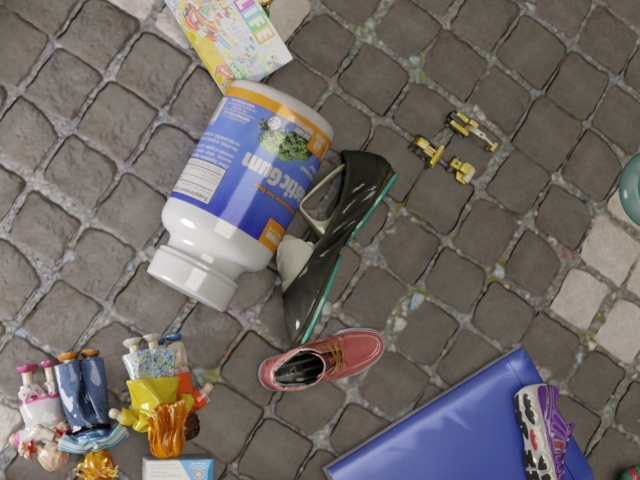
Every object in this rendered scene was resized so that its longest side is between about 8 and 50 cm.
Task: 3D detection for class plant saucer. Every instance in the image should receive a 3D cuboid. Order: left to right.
[{"bbox_3d":[0.485,-0.073,1.886,0.119,0.021,0.119,0,88,-14],"label":"plant saucer"}]

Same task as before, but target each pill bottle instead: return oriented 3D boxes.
[{"bbox_3d":[-0.106,-0.053,1.673,0.152,0.152,0.272,28,82,-11],"label":"pill bottle"}]

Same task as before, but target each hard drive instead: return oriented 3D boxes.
[{"bbox_3d":[0.190,0.314,1.786,0.319,0.040,0.210,-30,95,-13],"label":"hard drive"}]

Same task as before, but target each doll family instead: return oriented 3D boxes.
[{"bbox_3d":[-0.255,0.211,1.632,0.263,0.118,0.163,-12,81,-12],"label":"doll family"}]

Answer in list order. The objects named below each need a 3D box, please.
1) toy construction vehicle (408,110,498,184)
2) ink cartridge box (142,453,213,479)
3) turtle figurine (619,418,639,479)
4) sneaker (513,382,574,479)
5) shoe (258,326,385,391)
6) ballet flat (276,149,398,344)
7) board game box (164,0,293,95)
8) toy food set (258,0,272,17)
[{"bbox_3d":[0.184,-0.130,1.807,0.098,0.035,0.086,39,80,-9],"label":"toy construction vehicle"},{"bbox_3d":[-0.182,0.337,1.689,0.089,0.052,0.122,1,89,-13],"label":"ink cartridge box"},{"bbox_3d":[0.501,0.317,1.829,0.234,0.118,0.175,0,47,-15],"label":"turtle figurine"},{"bbox_3d":[0.312,0.274,1.764,0.071,0.068,0.169,-9,89,-20],"label":"sneaker"},{"bbox_3d":[0.009,0.158,1.728,0.178,0.081,0.063,-15,91,-14],"label":"shoe"},{"bbox_3d":[0.000,0.000,1.735,0.096,0.095,0.280,29,71,-1],"label":"ballet flat"},{"bbox_3d":[-0.120,-0.275,1.726,0.103,0.026,0.154,-33,102,-3],"label":"board game box"},{"bbox_3d":[-0.104,-0.320,1.753,0.083,0.020,0.082,20,83,-12],"label":"toy food set"}]
